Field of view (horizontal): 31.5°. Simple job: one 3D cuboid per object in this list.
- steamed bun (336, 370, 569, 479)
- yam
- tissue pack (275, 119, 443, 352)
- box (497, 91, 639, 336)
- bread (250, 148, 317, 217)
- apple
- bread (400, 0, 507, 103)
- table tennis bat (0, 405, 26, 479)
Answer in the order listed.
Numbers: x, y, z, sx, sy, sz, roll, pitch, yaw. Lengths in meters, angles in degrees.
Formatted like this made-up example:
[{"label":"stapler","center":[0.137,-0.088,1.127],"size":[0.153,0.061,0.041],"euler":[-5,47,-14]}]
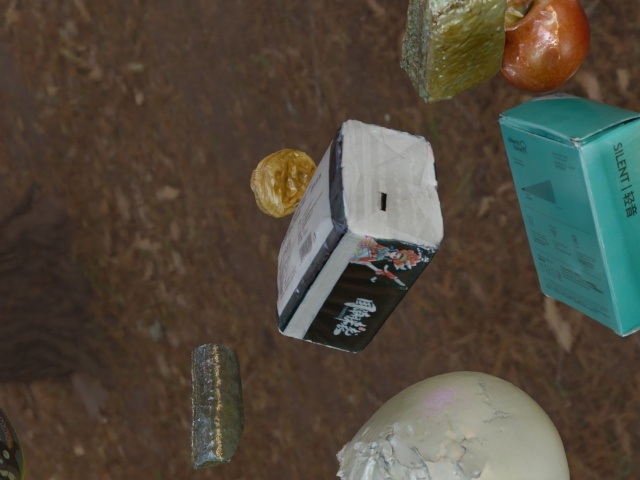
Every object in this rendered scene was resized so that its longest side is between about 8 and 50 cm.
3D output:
[{"label":"steamed bun","center":[0.196,0.324,1.675],"size":[0.333,0.312,0.233],"euler":[26,147,41]},{"label":"yam","center":[-0.200,0.324,2.187],"size":[0.106,0.106,0.259],"euler":[122,150,-50]},{"label":"tissue pack","center":[0.025,0.002,0.858],"size":[0.170,0.090,0.103],"euler":[123,153,-54]},{"label":"box","center":[0.385,-0.044,1.617],"size":[0.205,0.118,0.311],"euler":[30,143,61]},{"label":"bread","center":[-0.046,-0.079,1.516],"size":[0.044,0.110,0.083],"euler":[-19,98,47]},{"label":"apple","center":[0.324,-0.297,1.680],"size":[0.163,0.163,0.139],"euler":[16,156,51]},{"label":"bread","center":[0.190,-0.298,1.591],"size":[0.102,0.138,0.196],"euler":[56,159,30]},{"label":"table tennis bat","center":[-0.539,0.341,1.696],"size":[0.224,0.054,0.369],"euler":[55,-165,-19]}]
